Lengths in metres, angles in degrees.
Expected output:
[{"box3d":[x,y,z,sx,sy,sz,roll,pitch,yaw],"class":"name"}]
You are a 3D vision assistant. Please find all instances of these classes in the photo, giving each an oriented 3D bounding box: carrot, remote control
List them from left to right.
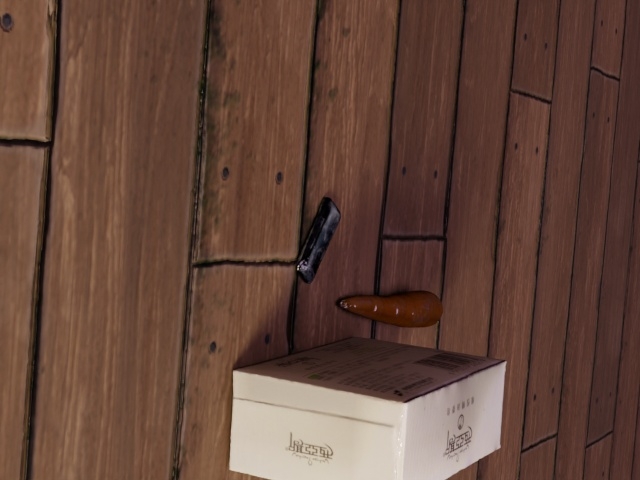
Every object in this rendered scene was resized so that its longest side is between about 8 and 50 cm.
[{"box3d":[0.000,0.000,1.211,0.096,0.014,0.039,-66,146,-26],"class":"remote control"},{"box3d":[0.085,0.082,1.349,0.216,0.048,0.048,6,90,-55],"class":"carrot"}]

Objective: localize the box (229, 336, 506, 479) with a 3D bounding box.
[{"box3d":[0.056,0.177,1.161,0.260,0.194,0.111,-10,104,-58],"class":"box"}]
